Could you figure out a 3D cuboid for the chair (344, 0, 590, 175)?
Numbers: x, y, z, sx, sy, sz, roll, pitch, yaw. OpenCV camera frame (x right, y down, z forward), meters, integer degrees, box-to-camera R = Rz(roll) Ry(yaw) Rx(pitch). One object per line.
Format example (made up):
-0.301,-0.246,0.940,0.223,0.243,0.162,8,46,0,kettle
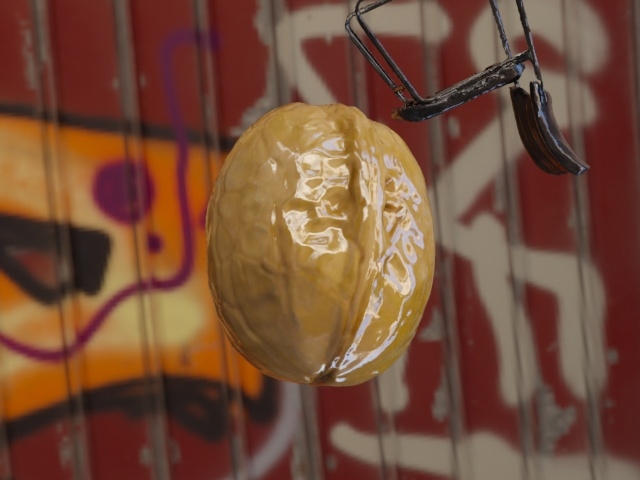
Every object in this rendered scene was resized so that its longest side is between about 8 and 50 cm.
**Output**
0.132,-0.136,1.301,0.140,0.145,0.221,-122,-173,-86,chair

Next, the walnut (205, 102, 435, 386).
0.000,0.000,0.987,0.159,0.159,0.207,116,-21,-66,walnut
